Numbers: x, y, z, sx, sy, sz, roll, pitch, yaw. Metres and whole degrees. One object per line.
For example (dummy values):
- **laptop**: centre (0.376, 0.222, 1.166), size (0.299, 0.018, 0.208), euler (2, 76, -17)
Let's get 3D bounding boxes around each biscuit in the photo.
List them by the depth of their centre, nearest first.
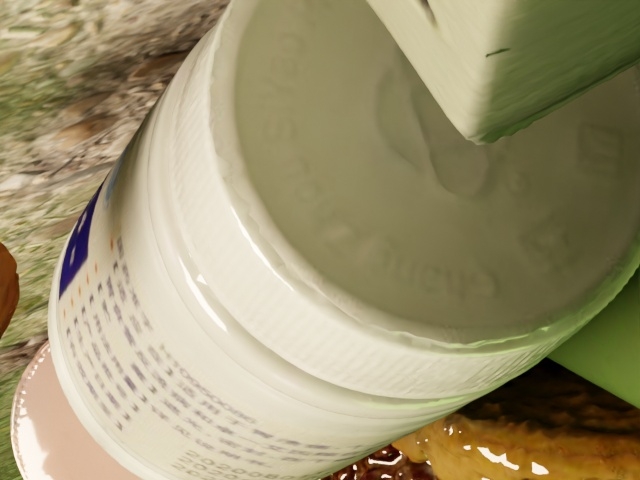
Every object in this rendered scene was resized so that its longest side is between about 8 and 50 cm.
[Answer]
- **biscuit**: centre (0.167, 0.071, 1.070), size (0.296, 0.075, 0.296), euler (-7, -158, 3)

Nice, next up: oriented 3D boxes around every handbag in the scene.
- **handbag**: centre (-0.130, 0.136, 1.461), size (0.205, 0.179, 0.116), euler (-23, 179, 0)

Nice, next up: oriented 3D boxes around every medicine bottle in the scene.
- **medicine bottle**: centre (0.000, 0.000, 0.870), size (0.190, 0.190, 0.332), euler (-20, 171, -23)

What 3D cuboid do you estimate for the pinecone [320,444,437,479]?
- **pinecone**: centre (0.112, 0.134, 1.305), size (0.246, 0.246, 0.292), euler (-28, -174, 31)

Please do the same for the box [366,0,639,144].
- **box**: centre (0.175, -0.173, 0.502), size (0.373, 0.090, 0.367), euler (-30, 171, -3)

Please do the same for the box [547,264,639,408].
- **box**: centre (0.236, -0.053, 0.928), size (0.328, 0.253, 0.178), euler (-12, -162, -32)

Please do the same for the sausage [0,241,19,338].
- **sausage**: centre (-0.245, 0.046, 0.771), size (0.259, 0.114, 0.113), euler (-20, 171, -18)
